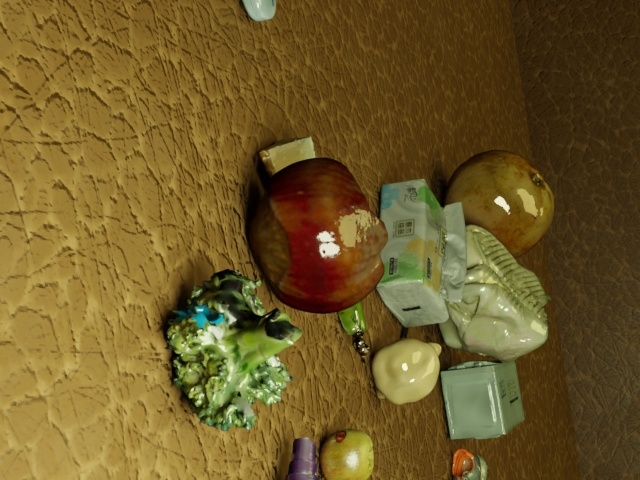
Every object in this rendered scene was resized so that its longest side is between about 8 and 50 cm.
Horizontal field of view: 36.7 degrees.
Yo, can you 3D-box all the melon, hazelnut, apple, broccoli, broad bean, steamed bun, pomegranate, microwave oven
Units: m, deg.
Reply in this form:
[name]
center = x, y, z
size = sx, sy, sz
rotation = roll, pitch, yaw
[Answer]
[melon]
center = -0.034, -0.055, 1.376
size = 0.098, 0.054, 0.182
rotation = -43, 121, -59
[hazelnut]
center = -0.007, 0.000, 1.267
size = 0.161, 0.170, 0.201
rotation = -33, 120, -38
[apple]
center = 0.040, 0.308, 1.363
size = 0.084, 0.071, 0.083
rotation = -10, 90, -68
[broccoli]
center = -0.086, 0.113, 1.036
size = 0.154, 0.160, 0.167
rotation = 45, 42, -10
[broad bean]
center = 0.033, 0.029, 1.464
size = 0.098, 0.056, 0.317
rotation = -163, -124, -74
[steamed bun]
center = 0.322, 0.128, 1.990
size = 0.280, 0.207, 0.268
rotation = 37, 27, -23
[pomegranate]
center = 0.394, -0.065, 2.199
size = 0.252, 0.270, 0.229
rotation = 39, 38, -7
[microwave oven]
center = 0.339, 0.330, 2.020
size = 0.208, 0.123, 0.162
rotation = 5, 76, -67

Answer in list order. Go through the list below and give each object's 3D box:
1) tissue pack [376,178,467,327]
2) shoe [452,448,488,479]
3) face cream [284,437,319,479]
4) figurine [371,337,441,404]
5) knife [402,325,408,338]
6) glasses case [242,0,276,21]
[tissue pack]
center = 0.195, 0.020, 1.774
size = 0.159, 0.145, 0.229
rotation = 53, 34, -47
[shoe]
center = 0.290, 0.502, 1.908
size = 0.077, 0.074, 0.194
rotation = 47, 35, -35
[face cream]
center = -0.029, 0.371, 1.159
size = 0.078, 0.078, 0.273
rotation = 53, 35, -49
[figurine]
center = 0.159, 0.220, 1.646
size = 0.196, 0.114, 0.108
rotation = 14, 68, -70
[knife]
center = 0.157, 0.178, 1.792
size = 0.170, 0.010, 0.023
rotation = -71, 150, -52
[glasses case]
center = -0.100, -0.401, 1.369
size = 0.067, 0.045, 0.178
rotation = -26, 104, -68
